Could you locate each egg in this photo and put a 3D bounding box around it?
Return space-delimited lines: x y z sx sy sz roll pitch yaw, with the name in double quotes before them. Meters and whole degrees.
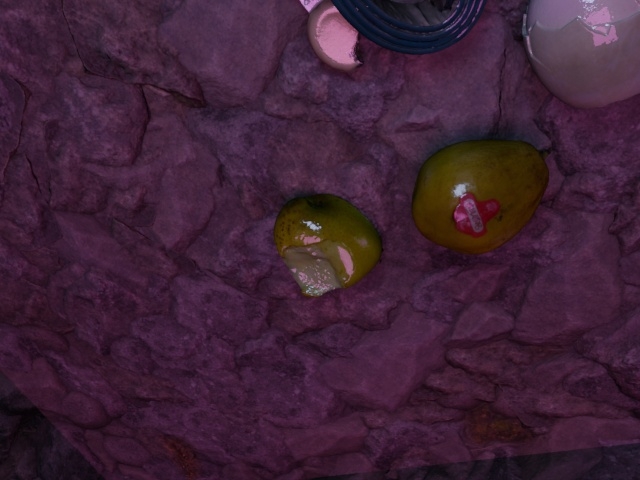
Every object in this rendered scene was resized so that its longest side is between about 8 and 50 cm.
"egg" 0.552 -0.440 1.192 0.278 0.278 0.336 -25 121 25

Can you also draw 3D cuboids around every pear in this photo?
"pear" 0.406 -0.124 1.463 0.375 0.287 0.287 -32 116 10
"pear" 0.000 0.000 1.675 0.287 0.176 0.281 -20 118 21

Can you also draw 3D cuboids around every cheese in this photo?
"cheese" 0.006 -0.503 1.371 0.249 0.070 0.163 25 125 -9

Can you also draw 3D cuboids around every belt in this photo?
"belt" 0.147 -0.571 1.178 0.300 0.173 0.437 -41 123 20
